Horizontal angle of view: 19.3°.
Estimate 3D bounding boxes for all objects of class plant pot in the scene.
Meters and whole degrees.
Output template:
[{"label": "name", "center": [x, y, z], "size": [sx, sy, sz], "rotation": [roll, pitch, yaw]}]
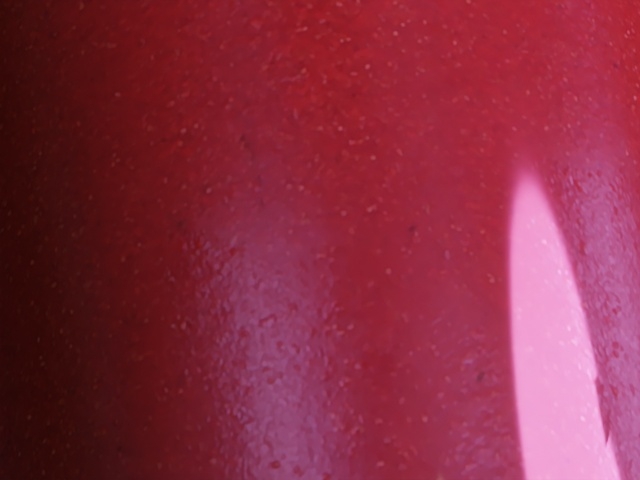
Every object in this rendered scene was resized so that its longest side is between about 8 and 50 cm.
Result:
[{"label": "plant pot", "center": [0.000, 0.000, 0.520], "size": [0.272, 0.272, 0.265], "rotation": [6, 59, -25]}]
